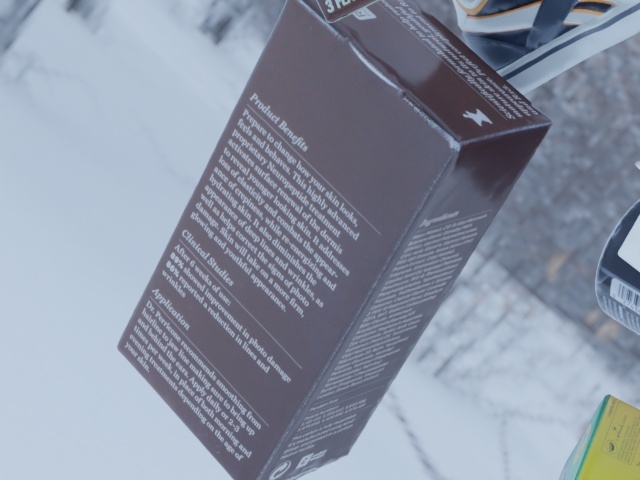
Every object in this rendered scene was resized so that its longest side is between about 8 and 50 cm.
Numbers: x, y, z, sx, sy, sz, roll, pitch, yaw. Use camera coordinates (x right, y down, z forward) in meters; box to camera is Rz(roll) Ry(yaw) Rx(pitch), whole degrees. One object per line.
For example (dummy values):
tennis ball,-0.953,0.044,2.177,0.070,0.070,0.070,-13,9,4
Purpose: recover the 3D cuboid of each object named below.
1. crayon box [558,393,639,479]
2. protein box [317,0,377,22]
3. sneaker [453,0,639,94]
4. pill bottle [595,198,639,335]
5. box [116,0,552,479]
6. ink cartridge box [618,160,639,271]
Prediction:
crayon box,0.206,0.235,1.108,0.165,0.081,0.278,28,37,6
protein box,0.050,-0.260,1.037,0.201,0.136,0.200,64,27,-6
sneaker,0.214,-0.218,1.348,0.127,0.321,0.126,54,47,-8
pill bottle,0.352,0.061,1.439,0.245,0.130,0.130,34,0,37
box,0.000,0.000,1.438,0.143,0.381,0.191,-16,54,-47
ink cartridge box,0.255,0.014,1.034,0.198,0.067,0.115,6,27,-50
